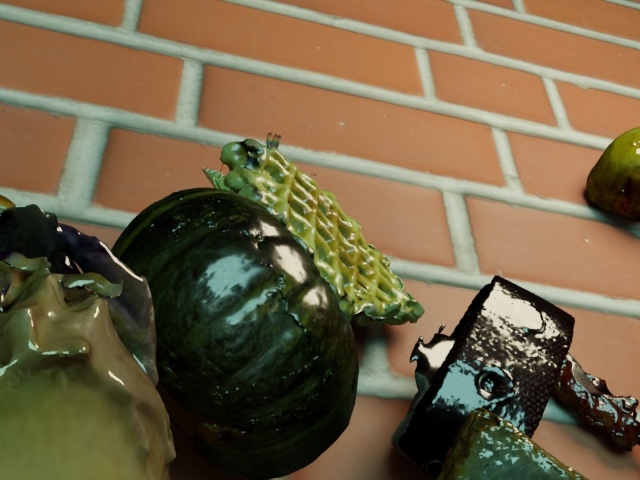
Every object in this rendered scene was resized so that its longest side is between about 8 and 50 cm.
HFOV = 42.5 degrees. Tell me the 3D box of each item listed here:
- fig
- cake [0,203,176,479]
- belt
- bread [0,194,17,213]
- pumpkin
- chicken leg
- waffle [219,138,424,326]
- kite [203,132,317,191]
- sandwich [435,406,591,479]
[{"bbox_3d":[0.549,-0.119,1.423,0.144,0.154,0.165,19,87,-18],"label":"fig"},{"bbox_3d":[-0.258,0.131,0.561,0.332,0.332,0.321,3,55,-19],"label":"cake"},{"bbox_3d":[0.182,0.166,0.976,0.164,0.184,0.289,32,43,8],"label":"belt"},{"bbox_3d":[-0.409,0.066,0.787,0.250,0.279,0.225,-7,72,-34],"label":"bread"},{"bbox_3d":[-0.091,0.096,0.848,0.192,0.320,0.320,-32,63,-18],"label":"pumpkin"},{"bbox_3d":[0.358,0.199,1.111,0.089,0.048,0.219,-25,60,-41],"label":"chicken leg"},{"bbox_3d":[0.000,0.000,1.069,0.297,0.073,0.317,56,16,28],"label":"waffle"},{"bbox_3d":[-0.080,-0.089,1.249,0.198,0.006,0.244,18,44,-4],"label":"kite"},{"bbox_3d":[0.221,0.348,0.761,0.325,0.131,0.262,30,82,7],"label":"sandwich"}]
